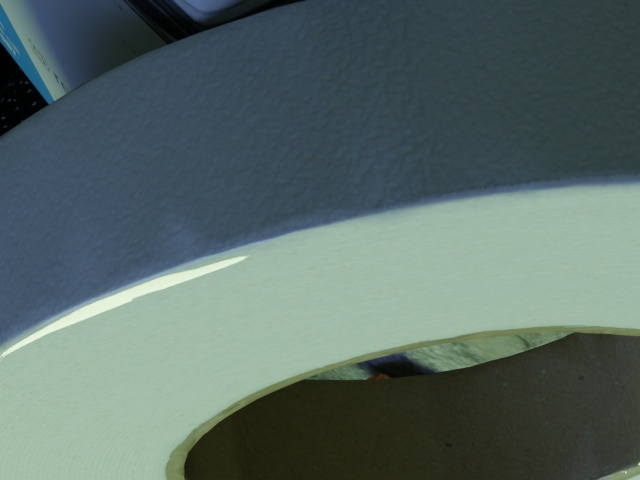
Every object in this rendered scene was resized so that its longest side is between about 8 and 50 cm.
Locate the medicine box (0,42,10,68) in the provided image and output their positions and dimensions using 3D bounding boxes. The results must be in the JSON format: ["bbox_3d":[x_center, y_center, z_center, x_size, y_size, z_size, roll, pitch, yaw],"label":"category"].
[{"bbox_3d":[-0.207,0.003,0.950,0.149,0.289,0.263,-14,168,-23],"label":"medicine box"}]

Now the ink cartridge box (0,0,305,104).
[{"bbox_3d":[-0.052,-0.175,0.465,0.285,0.166,0.395,50,163,22],"label":"ink cartridge box"}]

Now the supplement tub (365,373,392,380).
[{"bbox_3d":[0.107,0.213,1.276,0.190,0.117,0.117,37,154,-20],"label":"supplement tub"}]

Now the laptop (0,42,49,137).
[{"bbox_3d":[-0.209,-0.125,0.766,0.264,0.234,0.136,4,149,42],"label":"laptop"}]

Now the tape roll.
[{"bbox_3d":[0.045,0.047,0.498,0.392,0.072,0.392,-7,153,-3],"label":"tape roll"}]
